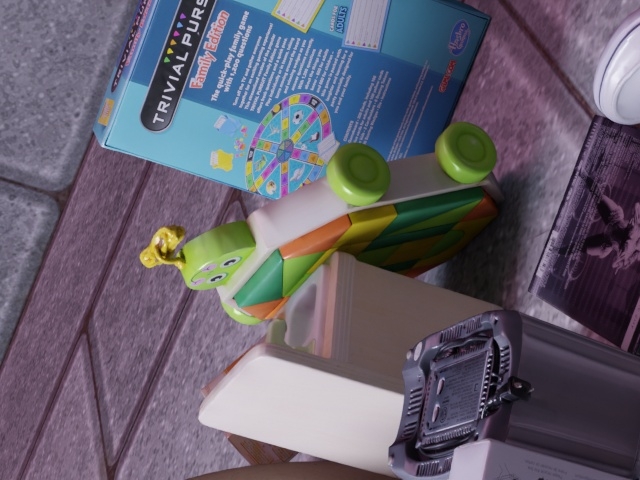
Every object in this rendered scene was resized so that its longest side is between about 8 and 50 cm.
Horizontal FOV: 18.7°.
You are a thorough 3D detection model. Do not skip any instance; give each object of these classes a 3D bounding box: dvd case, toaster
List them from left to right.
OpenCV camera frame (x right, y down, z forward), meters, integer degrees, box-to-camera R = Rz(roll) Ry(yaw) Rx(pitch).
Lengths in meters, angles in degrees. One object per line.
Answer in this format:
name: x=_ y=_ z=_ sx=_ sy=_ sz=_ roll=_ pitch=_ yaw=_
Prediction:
toaster: x=0.159 y=0.132 z=1.478 sx=0.227 sy=0.146 sz=0.129 roll=147 pitch=136 yaw=-63
dvd case: x=0.242 y=-0.009 z=1.570 sx=0.221 sy=0.018 sz=0.164 roll=-143 pitch=73 yaw=-71

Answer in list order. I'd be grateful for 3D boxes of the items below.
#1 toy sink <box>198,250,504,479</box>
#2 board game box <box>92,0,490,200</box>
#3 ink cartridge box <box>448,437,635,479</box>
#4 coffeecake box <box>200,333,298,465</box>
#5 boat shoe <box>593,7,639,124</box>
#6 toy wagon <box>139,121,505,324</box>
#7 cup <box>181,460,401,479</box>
toy sink: x=0.027 y=0.107 z=1.740 sx=0.153 sy=0.234 sz=0.131 roll=131 pitch=150 yaw=-52
board game box: x=-0.030 y=-0.171 z=1.990 sx=0.079 sy=0.336 sz=0.254 roll=-129 pitch=58 yaw=-68
ink cartridge box: x=0.145 y=0.316 z=1.324 sx=0.065 sy=0.165 sz=0.332 roll=-30 pitch=45 yaw=63
coffeecake box: x=-0.020 y=0.137 z=1.980 sx=0.185 sy=0.068 sz=0.142 roll=-41 pitch=21 yaw=-1
boat shoe: x=0.282 y=-0.148 z=1.476 sx=0.226 sy=0.083 sz=0.076 roll=-52 pitch=27 yaw=46
toy wagon: x=0.000 y=0.000 z=1.778 sx=0.267 sy=0.344 sz=0.068 roll=-48 pitch=61 yaw=52
cup: x=-0.077 y=0.346 z=1.822 sx=0.331 sy=0.237 sz=0.331 roll=-163 pitch=90 yaw=-72
